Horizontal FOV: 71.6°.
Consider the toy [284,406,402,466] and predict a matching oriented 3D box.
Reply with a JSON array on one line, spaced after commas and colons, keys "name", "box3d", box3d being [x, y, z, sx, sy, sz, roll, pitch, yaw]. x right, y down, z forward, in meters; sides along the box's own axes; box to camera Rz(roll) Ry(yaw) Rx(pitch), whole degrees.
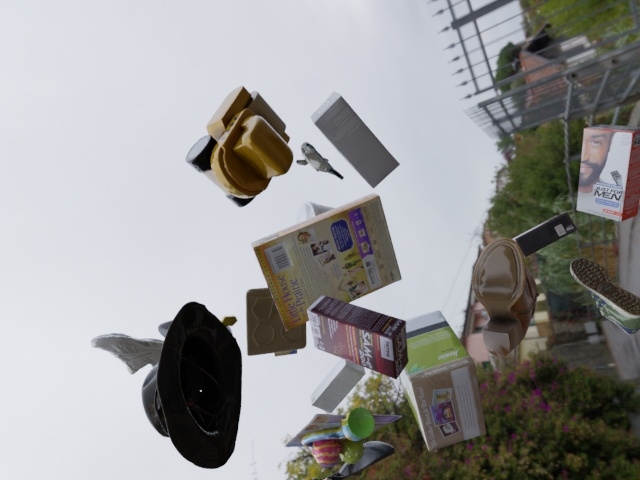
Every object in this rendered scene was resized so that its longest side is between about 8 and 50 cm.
[{"name": "toy", "box3d": [0.029, 0.335, 0.726, 0.136, 0.237, 0.056, 6, -128, -14]}]

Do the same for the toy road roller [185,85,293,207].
[{"name": "toy road roller", "box3d": [-0.170, -0.261, 1.176, 0.202, 0.240, 0.330, 44, -126, -34]}]

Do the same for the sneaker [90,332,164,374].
[{"name": "sneaker", "box3d": [-0.584, 0.349, 1.353, 0.232, 0.090, 0.116, 18, -104, -30]}]

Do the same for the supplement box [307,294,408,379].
[{"name": "supplement box", "box3d": [0.089, 0.230, 1.077, 0.073, 0.239, 0.131, -39, -50, -43]}]

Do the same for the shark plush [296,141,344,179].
[{"name": "shark plush", "box3d": [0.006, -0.240, 1.312, 0.161, 0.073, 0.067, 28, -149, 10]}]

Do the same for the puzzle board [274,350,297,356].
[{"name": "puzzle board", "box3d": [-0.140, 0.398, 1.784, 0.011, 0.096, 0.128, 61, -158, -59]}]

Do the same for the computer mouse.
[{"name": "computer mouse", "box3d": [0.082, 0.649, 1.287, 0.184, 0.262, 0.060, 7, -132, -47]}]

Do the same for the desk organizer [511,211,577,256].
[{"name": "desk organizer", "box3d": [0.502, -0.012, 1.006, 0.047, 0.130, 0.050, 62, -178, 6]}]

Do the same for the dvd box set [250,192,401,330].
[{"name": "dvd box set", "box3d": [0.029, 0.068, 1.397, 0.062, 0.419, 0.308, -135, 23, -66]}]

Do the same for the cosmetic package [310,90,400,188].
[{"name": "cosmetic package", "box3d": [0.088, -0.261, 1.157, 0.238, 0.107, 0.127, 41, -168, -22]}]

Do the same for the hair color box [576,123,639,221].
[{"name": "hair color box", "box3d": [0.549, -0.130, 0.840, 0.053, 0.093, 0.168, -17, -66, -21]}]

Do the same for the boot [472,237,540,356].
[{"name": "boot", "box3d": [0.441, 0.097, 1.002, 0.220, 0.108, 0.284, -29, -66, -44]}]

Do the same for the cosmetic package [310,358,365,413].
[{"name": "cosmetic package", "box3d": [0.066, 0.563, 1.735, 0.098, 0.239, 0.060, 31, -161, -17]}]

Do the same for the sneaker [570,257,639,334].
[{"name": "sneaker", "box3d": [0.613, 0.124, 0.957, 0.192, 0.064, 0.086, -113, 0, -56]}]

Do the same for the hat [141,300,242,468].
[{"name": "hat", "box3d": [-0.282, 0.304, 0.926, 0.331, 0.133, 0.332, -18, -90, -76]}]

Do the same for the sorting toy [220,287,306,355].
[{"name": "sorting toy", "box3d": [-0.192, 0.267, 1.475, 0.306, 0.041, 0.230, -2, -84, -24]}]

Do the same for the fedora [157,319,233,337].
[{"name": "fedora", "box3d": [-0.463, 0.382, 1.640, 0.275, 0.243, 0.125, -5, -71, -51]}]

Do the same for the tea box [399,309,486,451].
[{"name": "tea box", "box3d": [0.405, 0.489, 1.584, 0.324, 0.219, 0.329, -105, -3, -65]}]

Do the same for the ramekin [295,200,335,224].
[{"name": "ramekin", "box3d": [0.000, 0.000, 1.557, 0.127, 0.273, 0.273, 2, -110, -18]}]
